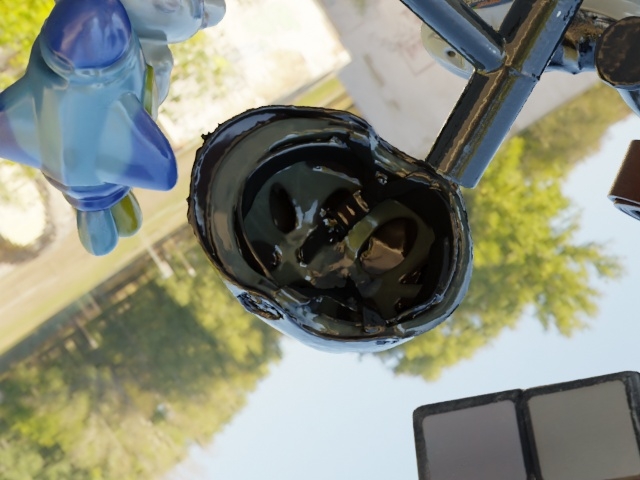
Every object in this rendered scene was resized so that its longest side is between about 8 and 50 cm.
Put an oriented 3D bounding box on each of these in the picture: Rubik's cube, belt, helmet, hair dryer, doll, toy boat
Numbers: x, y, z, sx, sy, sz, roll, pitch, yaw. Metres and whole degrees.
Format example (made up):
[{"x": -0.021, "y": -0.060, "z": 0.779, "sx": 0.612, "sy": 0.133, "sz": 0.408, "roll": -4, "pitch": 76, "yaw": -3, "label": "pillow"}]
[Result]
[{"x": 0.315, "y": 0.390, "z": 1.563, "sx": 0.313, "sy": 0.316, "sz": 0.318, "roll": -12, "pitch": 149, "yaw": 13, "label": "Rubik's cube"}, {"x": 0.519, "y": -0.047, "z": 1.566, "sx": 0.105, "sy": 0.261, "sz": 0.184, "roll": -68, "pitch": -158, "yaw": -1, "label": "belt"}, {"x": 0.000, "y": 0.000, "z": 1.214, "sx": 0.225, "sy": 0.305, "sz": 0.177, "roll": -62, "pitch": -179, "yaw": -20, "label": "helmet"}, {"x": 0.074, "y": -0.144, "z": 0.816, "sx": 0.173, "sy": 0.194, "sz": 0.050, "roll": -63, "pitch": -153, "yaw": 12, "label": "hair dryer"}, {"x": -0.197, "y": -0.176, "z": 1.152, "sx": 0.187, "sy": 0.366, "sz": 0.376, "roll": 9, "pitch": 170, "yaw": 30, "label": "doll"}, {"x": 0.252, "y": -0.222, "z": 1.292, "sx": 0.269, "sy": 0.141, "sz": 0.141, "roll": -13, "pitch": -176, "yaw": 4, "label": "toy boat"}]

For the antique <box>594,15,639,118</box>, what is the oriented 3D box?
[{"x": 0.433, "y": -0.118, "z": 1.102, "sx": 0.185, "sy": 0.322, "sz": 0.255, "roll": -57, "pitch": 155, "yaw": 0, "label": "antique"}]
